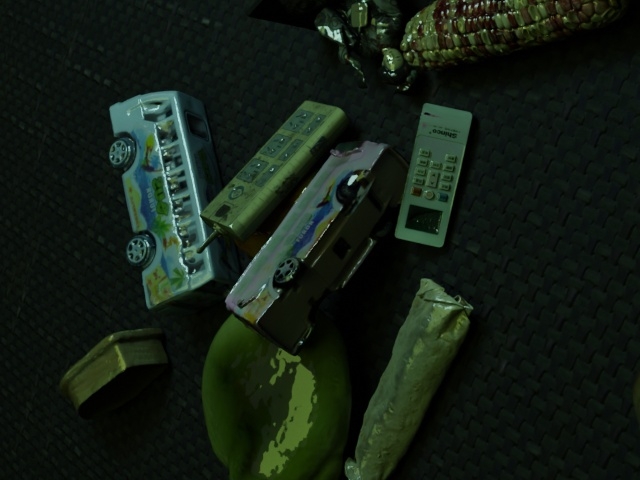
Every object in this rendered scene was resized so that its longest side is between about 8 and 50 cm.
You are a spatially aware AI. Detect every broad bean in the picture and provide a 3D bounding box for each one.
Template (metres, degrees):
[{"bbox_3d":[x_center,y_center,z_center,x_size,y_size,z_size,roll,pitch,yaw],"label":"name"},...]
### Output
[{"bbox_3d":[-0.059,0.212,1.426,0.238,0.119,0.291,-8,79,41],"label":"broad bean"}]

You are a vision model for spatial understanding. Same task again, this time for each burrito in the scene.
[{"bbox_3d":[0.102,0.180,1.329,0.082,0.059,0.275,36,109,45],"label":"burrito"}]

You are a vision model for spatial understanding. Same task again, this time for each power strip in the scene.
[{"bbox_3d":[-0.069,-0.080,1.429,0.268,0.034,0.092,-48,36,-14],"label":"power strip"}]

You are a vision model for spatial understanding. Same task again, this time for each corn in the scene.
[{"bbox_3d":[0.214,-0.256,1.255,0.290,0.098,0.098,-12,78,44],"label":"corn"}]

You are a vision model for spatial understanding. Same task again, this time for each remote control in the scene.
[{"bbox_3d":[0.138,-0.078,1.334,0.065,0.029,0.166,12,97,4],"label":"remote control"}]

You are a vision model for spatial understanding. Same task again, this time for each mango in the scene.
[{"bbox_3d":[-0.047,-0.030,1.468,0.165,0.089,0.115,-16,65,36],"label":"mango"}]

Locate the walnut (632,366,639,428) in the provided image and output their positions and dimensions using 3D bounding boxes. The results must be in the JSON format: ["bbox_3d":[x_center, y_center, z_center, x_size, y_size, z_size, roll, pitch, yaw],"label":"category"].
[{"bbox_3d":[0.392,0.115,0.946,0.248,0.248,0.248,-6,82,41],"label":"walnut"}]

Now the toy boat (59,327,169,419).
[{"bbox_3d":[-0.317,0.207,1.661,0.188,0.116,0.061,-41,67,30],"label":"toy boat"}]

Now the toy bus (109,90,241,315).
[{"bbox_3d":[-0.213,-0.063,1.608,0.136,0.109,0.329,-24,70,28],"label":"toy bus"}]

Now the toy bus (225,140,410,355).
[{"bbox_3d":[0.000,0.000,1.353,0.274,0.090,0.112,-53,36,-10],"label":"toy bus"}]

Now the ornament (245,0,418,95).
[{"bbox_3d":[0.049,-0.261,1.379,0.166,0.153,0.196,-44,68,31],"label":"ornament"}]
